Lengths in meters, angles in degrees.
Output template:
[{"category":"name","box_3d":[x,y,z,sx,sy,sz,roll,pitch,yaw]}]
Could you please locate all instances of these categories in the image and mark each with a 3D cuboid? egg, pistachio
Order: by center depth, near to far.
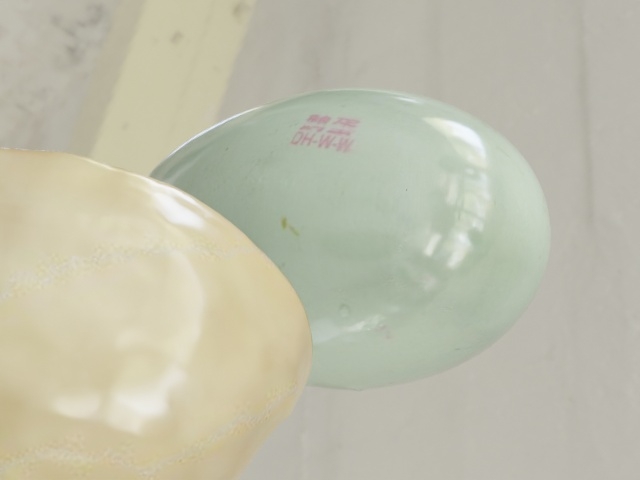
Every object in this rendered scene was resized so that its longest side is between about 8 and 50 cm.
[{"category":"pistachio","box_3d":[-0.154,0.041,0.637,0.187,0.299,0.187,-170,-90,-85]},{"category":"egg","box_3d":[0.000,0.000,1.128,0.371,0.230,0.230,-3,-122,35]}]
